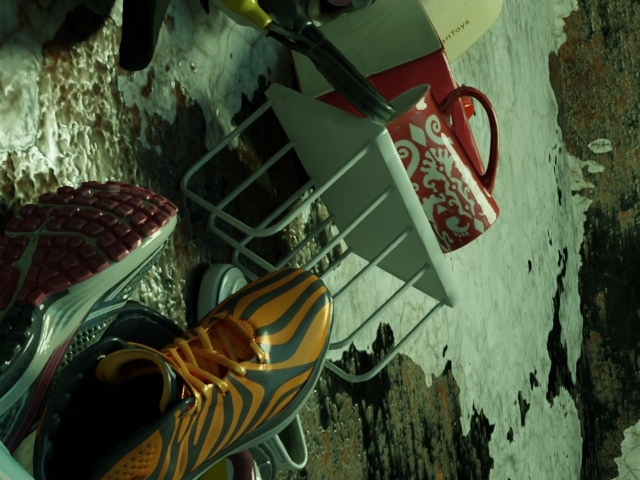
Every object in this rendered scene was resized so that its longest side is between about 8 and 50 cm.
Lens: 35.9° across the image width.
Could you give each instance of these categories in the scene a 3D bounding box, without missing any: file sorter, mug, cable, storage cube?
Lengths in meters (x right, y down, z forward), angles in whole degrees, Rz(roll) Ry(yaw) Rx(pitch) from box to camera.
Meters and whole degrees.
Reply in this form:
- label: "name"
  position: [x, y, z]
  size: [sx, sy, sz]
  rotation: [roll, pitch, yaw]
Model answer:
- label: "file sorter"
  position: [0.000, 0.000, 1.120]
  size: [0.173, 0.193, 0.277]
  rotation: [-44, 133, -15]
- label: "mug"
  position: [0.134, -0.082, 1.114]
  size: [0.169, 0.150, 0.113]
  rotation: [55, 42, -14]
- label: "cable"
  position: [-0.027, -0.213, 1.093]
  size: [0.287, 0.072, 0.139]
  rotation: [50, 9, 14]
- label: "storage cube"
  position: [0.083, -0.175, 1.270]
  size: [0.215, 0.184, 0.193]
  rotation: [-101, 168, -53]

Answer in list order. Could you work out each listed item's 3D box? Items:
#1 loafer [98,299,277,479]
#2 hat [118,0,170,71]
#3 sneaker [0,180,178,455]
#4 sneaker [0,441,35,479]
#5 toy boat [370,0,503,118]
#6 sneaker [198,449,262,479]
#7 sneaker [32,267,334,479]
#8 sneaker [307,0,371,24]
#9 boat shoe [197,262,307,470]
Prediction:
- label: "loafer"
  position: [-0.152, 0.163, 0.987]
  size: [0.109, 0.095, 0.302]
  rotation: [-44, 129, -15]
- label: "hat"
  position: [-0.187, -0.315, 0.834]
  size: [0.134, 0.331, 0.331]
  rotation: [8, 77, -20]
- label: "sneaker"
  position: [-0.227, 0.060, 0.809]
  size: [0.299, 0.121, 0.112]
  rotation: [-50, 149, -34]
- label: "sneaker"
  position: [-0.245, 0.076, 0.634]
  size: [0.319, 0.127, 0.208]
  rotation: [41, 36, -8]
- label: "toy boat"
  position: [0.155, -0.303, 1.499]
  size: [0.148, 0.267, 0.318]
  rotation: [53, -3, 31]
- label: "sneaker"
  position: [-0.111, 0.262, 0.893]
  size: [0.084, 0.070, 0.185]
  rotation: [43, 49, -40]
- label: "sneaker"
  position: [-0.099, 0.115, 0.816]
  size: [0.321, 0.125, 0.180]
  rotation: [-46, 161, -25]
- label: "sneaker"
  position: [0.050, -0.361, 1.280]
  size: [0.111, 0.103, 0.252]
  rotation: [-65, -178, -27]
- label: "boat shoe"
  position: [-0.067, 0.145, 1.125]
  size: [0.095, 0.084, 0.258]
  rotation: [-45, 127, -54]
